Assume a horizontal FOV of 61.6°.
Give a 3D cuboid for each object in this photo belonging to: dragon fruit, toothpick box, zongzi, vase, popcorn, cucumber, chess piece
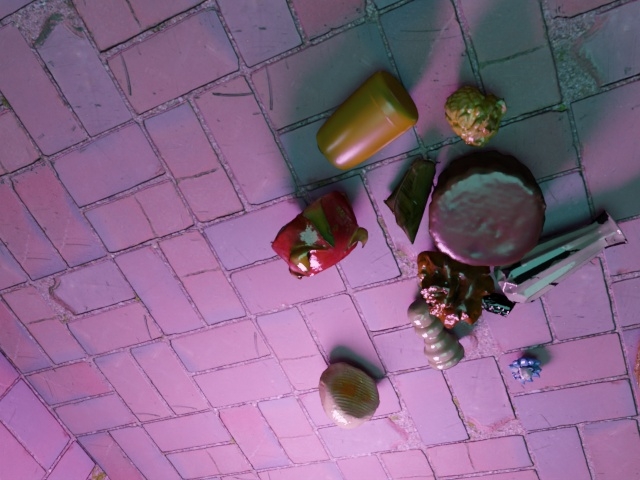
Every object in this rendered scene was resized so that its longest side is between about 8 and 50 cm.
[{"bbox_3d":[0.000,0.000,1.617,0.290,0.290,0.189,-38,85,27],"label":"dragon fruit"},{"bbox_3d":[0.118,-0.317,1.481,0.271,0.175,0.175,-36,107,30],"label":"toothpick box"},{"bbox_3d":[0.282,-0.122,1.542,0.094,0.204,0.205,19,122,-20],"label":"zongzi"},{"bbox_3d":[0.702,0.050,1.588,0.360,0.165,0.165,-33,108,22],"label":"vase"},{"bbox_3d":[0.408,-0.329,1.428,0.173,0.173,0.142,27,105,-4],"label":"popcorn"},{"bbox_3d":[0.482,0.179,1.748,0.299,0.072,0.072,16,121,6],"label":"cucumber"},{"bbox_3d":[0.378,0.307,1.818,0.133,0.133,0.243,-25,108,23],"label":"chess piece"}]

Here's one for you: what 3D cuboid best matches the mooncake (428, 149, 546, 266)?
[{"bbox_3d":[0.470,-0.092,1.530,0.323,0.187,0.324,6,121,10],"label":"mooncake"}]

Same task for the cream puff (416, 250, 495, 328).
[{"bbox_3d":[0.407,0.129,1.657,0.269,0.155,0.241,39,96,2],"label":"cream puff"}]

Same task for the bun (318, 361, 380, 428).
[{"bbox_3d":[0.101,0.575,1.989,0.243,0.244,0.153,34,144,-9],"label":"bun"}]

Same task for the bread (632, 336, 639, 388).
[{"bbox_3d":[1.096,0.392,1.728,0.138,0.102,0.196,-2,118,10],"label":"bread"}]

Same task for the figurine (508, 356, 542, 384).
[{"bbox_3d":[0.712,0.441,1.846,0.114,0.079,0.114,7,116,14],"label":"figurine"}]
